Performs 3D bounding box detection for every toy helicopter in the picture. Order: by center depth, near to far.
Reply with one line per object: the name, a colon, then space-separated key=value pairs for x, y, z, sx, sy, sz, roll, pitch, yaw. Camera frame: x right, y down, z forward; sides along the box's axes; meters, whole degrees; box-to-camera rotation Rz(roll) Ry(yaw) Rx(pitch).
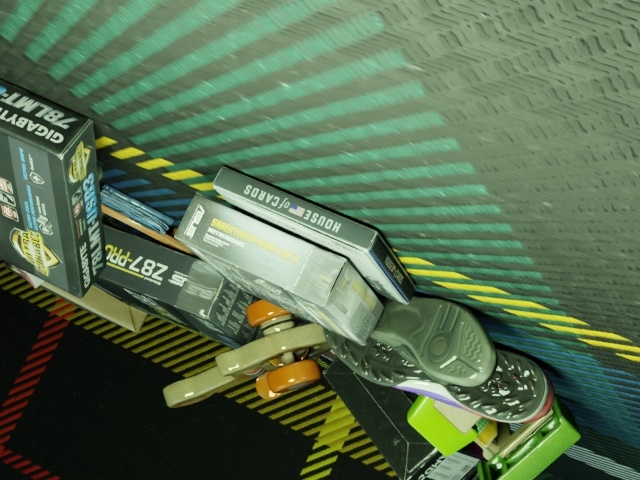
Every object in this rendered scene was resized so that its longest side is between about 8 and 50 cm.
toy helicopter: x=-0.107 y=0.200 z=2.018 sx=0.355 sy=0.140 sz=0.235 roll=-25 pitch=167 yaw=31

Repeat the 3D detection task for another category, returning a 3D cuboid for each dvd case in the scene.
dvd case: x=0.000 y=0.000 z=1.316 sx=0.179 sy=0.029 sz=0.239 roll=23 pitch=171 yaw=18

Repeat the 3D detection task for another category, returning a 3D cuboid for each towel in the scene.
towel: x=-0.281 y=-0.045 z=1.854 sx=0.119 sy=0.029 sz=0.067 roll=28 pitch=172 yaw=-13

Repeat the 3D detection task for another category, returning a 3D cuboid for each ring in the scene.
ring: x=-0.319 y=-0.031 z=2.051 sx=0.336 sy=0.032 sz=0.336 roll=25 pitch=170 yaw=5

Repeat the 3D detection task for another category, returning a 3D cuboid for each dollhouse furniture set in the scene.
dollhouse furniture set: x=0.238 y=0.217 z=1.803 sx=0.197 sy=0.151 sz=0.301 roll=43 pitch=-169 yaw=-6

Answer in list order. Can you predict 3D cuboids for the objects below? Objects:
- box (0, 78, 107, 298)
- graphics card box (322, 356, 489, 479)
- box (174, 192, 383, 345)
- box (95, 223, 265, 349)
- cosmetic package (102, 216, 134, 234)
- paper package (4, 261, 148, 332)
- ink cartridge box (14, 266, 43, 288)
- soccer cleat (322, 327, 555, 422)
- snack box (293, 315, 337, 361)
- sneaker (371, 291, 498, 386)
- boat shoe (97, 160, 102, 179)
box: x=-0.402 y=-0.088 z=1.473 sx=0.293 sy=0.073 sz=0.295 roll=24 pitch=147 yaw=10
graphics card box: x=0.179 y=0.293 z=1.951 sx=0.371 sy=0.094 sz=0.233 roll=27 pitch=-159 yaw=-54
box: x=-0.039 y=0.036 z=1.358 sx=0.183 sy=0.056 sz=0.231 roll=23 pitch=171 yaw=18
box: x=-0.252 y=0.085 z=2.122 sx=0.318 sy=0.097 sz=0.395 roll=18 pitch=169 yaw=17
cosmetic package: x=-0.417 y=-0.021 z=2.348 sx=0.115 sy=0.041 sz=0.060 roll=20 pitch=170 yaw=34
paper package: x=-0.501 y=0.056 z=2.634 sx=0.309 sy=0.168 sz=0.325 roll=28 pitch=172 yaw=-15
ink cartridge box: x=-0.553 y=-0.040 z=2.178 sx=0.218 sy=0.092 sz=0.158 roll=45 pitch=164 yaw=19
soccer cleat: x=0.149 y=0.157 z=1.585 sx=0.318 sy=0.108 sz=0.116 roll=19 pitch=173 yaw=27
snack box: x=0.002 y=0.167 z=2.177 sx=0.178 sy=0.064 sz=0.022 roll=29 pitch=170 yaw=-22
sneaker: x=0.153 y=0.123 z=1.432 sx=0.130 sy=0.087 sz=0.227 roll=29 pitch=174 yaw=-31
boat shoe: x=-0.369 y=-0.105 z=1.597 sx=0.219 sy=0.078 sz=0.070 roll=16 pitch=166 yaw=40
